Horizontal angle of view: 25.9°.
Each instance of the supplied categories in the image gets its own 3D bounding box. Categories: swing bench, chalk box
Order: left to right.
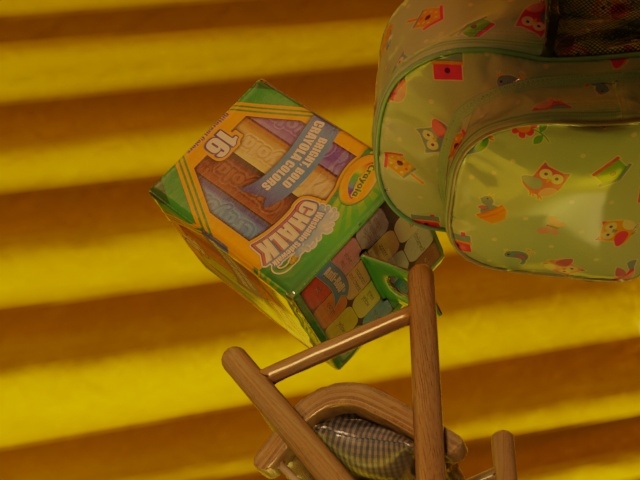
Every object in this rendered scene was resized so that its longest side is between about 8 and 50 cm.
[{"bbox_3d":[0.000,0.000,1.066,0.213,0.132,0.132,36,-15,33],"label":"chalk box"},{"bbox_3d":[0.075,0.202,0.940,0.253,0.165,0.254,62,4,-47],"label":"swing bench"}]

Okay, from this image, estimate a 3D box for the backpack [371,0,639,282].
[{"bbox_3d":[0.120,-0.066,0.799,0.166,0.188,0.144,89,12,-49],"label":"backpack"}]
